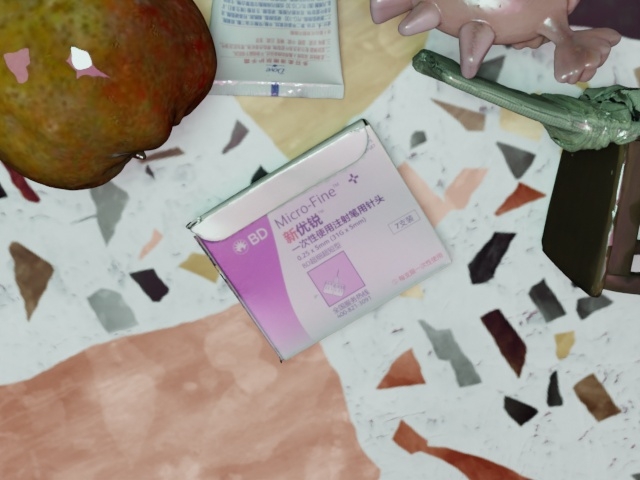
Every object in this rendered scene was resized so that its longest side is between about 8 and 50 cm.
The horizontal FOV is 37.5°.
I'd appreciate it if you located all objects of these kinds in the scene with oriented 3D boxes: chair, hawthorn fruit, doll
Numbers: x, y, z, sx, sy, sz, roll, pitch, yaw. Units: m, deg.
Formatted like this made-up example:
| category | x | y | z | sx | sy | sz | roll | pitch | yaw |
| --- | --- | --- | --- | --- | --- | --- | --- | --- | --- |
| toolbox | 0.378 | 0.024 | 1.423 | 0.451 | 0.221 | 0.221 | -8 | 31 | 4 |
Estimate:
| category | x | y | z | sx | sy | sz | roll | pitch | yaw |
| --- | --- | --- | --- | --- | --- | --- | --- | --- | --- |
| chair | 0.231 | -0.056 | 0.844 | 0.319 | 0.160 | 0.186 | 7 | 107 | -6 |
| hawthorn fruit | -0.213 | -0.173 | 0.771 | 0.208 | 0.208 | 0.248 | -32 | 106 | 9 |
| doll | 0.140 | -0.227 | 0.768 | 0.211 | 0.093 | 0.262 | -34 | 67 | -15 |

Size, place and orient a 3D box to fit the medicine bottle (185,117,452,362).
| category | x | y | z | sx | sy | sz | roll | pitch | yaw |
| --- | --- | --- | --- | --- | --- | --- | --- | --- | --- |
| medicine bottle | 0.000 | 0.000 | 0.913 | 0.201 | 0.052 | 0.171 | -30 | 106 | 7 |

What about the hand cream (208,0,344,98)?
| category | x | y | z | sx | sy | sz | roll | pitch | yaw |
| --- | --- | --- | --- | --- | --- | --- | --- | --- | --- |
| hand cream | -0.035 | -0.240 | 0.824 | 0.133 | 0.083 | 0.247 | 4 | 119 | -2 |
